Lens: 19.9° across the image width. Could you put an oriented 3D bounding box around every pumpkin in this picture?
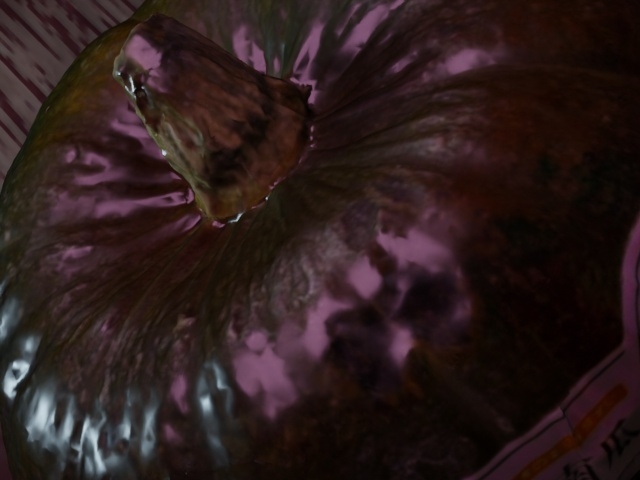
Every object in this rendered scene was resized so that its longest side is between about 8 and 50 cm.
[{"bbox_3d":[-0.001,-0.002,0.584,0.260,0.189,0.260,-19,43,18],"label":"pumpkin"}]
